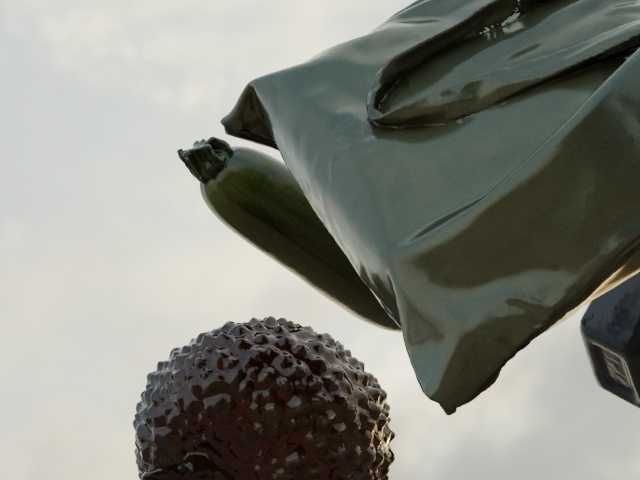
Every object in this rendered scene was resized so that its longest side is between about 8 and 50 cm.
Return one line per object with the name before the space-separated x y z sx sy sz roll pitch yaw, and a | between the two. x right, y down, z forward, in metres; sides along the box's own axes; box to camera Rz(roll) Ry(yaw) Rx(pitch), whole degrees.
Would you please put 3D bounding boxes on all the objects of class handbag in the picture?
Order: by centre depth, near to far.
handbag | 0.101 -0.064 1.003 0.253 0.316 0.109 -31 -55 -4

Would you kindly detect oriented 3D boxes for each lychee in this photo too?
lychee | -0.040 0.129 1.135 0.165 0.165 0.197 -48 -8 32

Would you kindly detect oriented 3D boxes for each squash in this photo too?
squash | 0.000 0.000 1.321 0.069 0.069 0.258 -39 -53 22

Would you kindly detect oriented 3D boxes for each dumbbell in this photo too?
dumbbell | 0.361 0.108 1.420 0.143 0.316 0.156 23 -85 -49
